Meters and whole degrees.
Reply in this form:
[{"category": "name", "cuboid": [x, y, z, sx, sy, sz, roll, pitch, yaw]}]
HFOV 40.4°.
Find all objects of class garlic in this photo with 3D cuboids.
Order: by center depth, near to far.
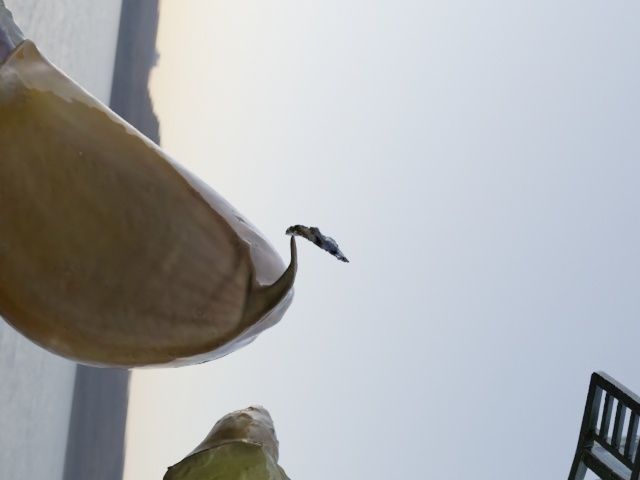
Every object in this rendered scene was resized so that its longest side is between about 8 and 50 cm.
[{"category": "garlic", "cuboid": [-0.120, -0.006, 0.522, 0.145, 0.245, 0.164, -42, 159, -42]}]

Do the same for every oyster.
[{"category": "oyster", "cuboid": [-0.002, -0.001, 0.819, 0.054, 0.083, 0.019, 25, -91, 36]}]

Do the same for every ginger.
[{"category": "ginger", "cuboid": [-0.142, 0.311, 1.240, 0.115, 0.193, 0.123, 58, 16, -30]}]

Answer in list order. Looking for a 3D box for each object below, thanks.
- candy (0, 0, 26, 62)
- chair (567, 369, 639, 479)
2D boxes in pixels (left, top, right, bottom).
[{"category": "candy", "cuboid": [-0.348, -0.115, 0.840, 0.179, 0.321, 0.135, -29, -174, 39]}, {"category": "chair", "cuboid": [0.482, 0.340, 1.328, 0.136, 0.147, 0.271, -141, -126, -58]}]
